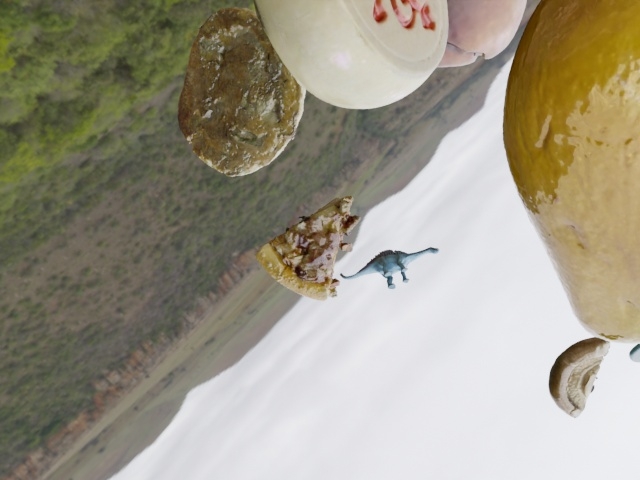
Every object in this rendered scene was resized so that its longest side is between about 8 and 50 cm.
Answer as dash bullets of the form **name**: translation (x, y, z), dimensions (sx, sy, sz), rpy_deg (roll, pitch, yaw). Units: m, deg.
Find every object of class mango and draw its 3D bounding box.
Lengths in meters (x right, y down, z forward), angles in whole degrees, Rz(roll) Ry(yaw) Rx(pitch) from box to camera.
- **mango**: translation (0.208, -0.055, 0.366), dimensions (0.177, 0.316, 0.119), rpy_deg (9, -144, 35)

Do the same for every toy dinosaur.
- **toy dinosaur**: translation (0.133, 0.051, 1.086), dimensions (0.198, 0.045, 0.080), rpy_deg (-16, -147, 9)

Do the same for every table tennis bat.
- **table tennis bat**: translation (0.892, 0.265, 1.490), dimensions (0.201, 0.125, 0.033), rpy_deg (93, -12, -48)

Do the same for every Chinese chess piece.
- **Chinese chess piece**: translation (0.040, -0.269, 0.614), dimensions (0.097, 0.250, 0.251), rpy_deg (-12, -154, 42)

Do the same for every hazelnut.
- **hazelnut**: translation (0.246, -0.525, 1.170), dimensions (0.372, 0.373, 0.315), rpy_deg (137, -31, -64)

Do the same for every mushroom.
- **mushroom**: translation (0.562, 0.288, 1.249), dimensions (0.072, 0.094, 0.209), rpy_deg (-91, -171, -68)

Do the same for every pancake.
- **pancake**: translation (-0.179, -0.312, 1.233), dimensions (0.356, 0.356, 0.065), rpy_deg (-46, 162, 28)

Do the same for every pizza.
- **pizza**: translation (-0.001, -0.001, 0.950), dimensions (0.193, 0.154, 0.069), rpy_deg (-56, 176, -10)
